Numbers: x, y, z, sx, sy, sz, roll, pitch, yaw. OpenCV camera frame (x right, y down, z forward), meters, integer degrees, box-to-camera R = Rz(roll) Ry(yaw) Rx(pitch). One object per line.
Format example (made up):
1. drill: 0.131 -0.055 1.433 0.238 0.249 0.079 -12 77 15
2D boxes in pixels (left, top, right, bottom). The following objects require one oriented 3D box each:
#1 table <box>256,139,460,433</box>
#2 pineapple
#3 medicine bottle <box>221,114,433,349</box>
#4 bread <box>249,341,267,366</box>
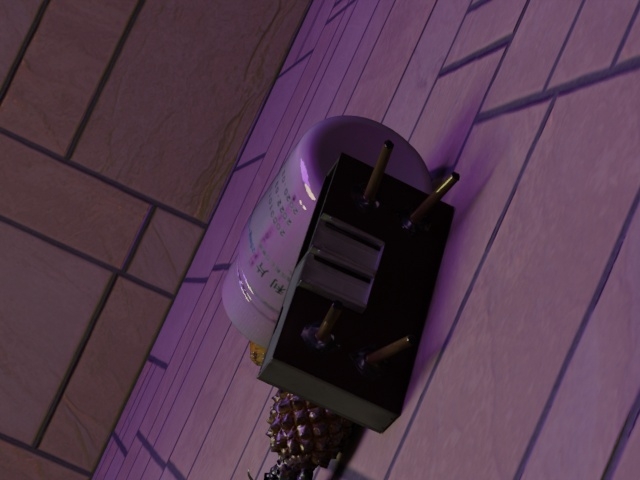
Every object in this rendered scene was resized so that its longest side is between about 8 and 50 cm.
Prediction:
1. table: 0.048 0.026 1.396 0.111 0.122 0.240 -54 14 51
2. pineapple: -0.018 0.189 1.447 0.103 0.083 0.221 152 140 -76
3. medicine bottle: 0.000 0.000 1.643 0.254 0.152 0.152 -56 12 46
4. bread: -0.053 0.106 1.967 0.072 0.053 0.106 -42 18 58
